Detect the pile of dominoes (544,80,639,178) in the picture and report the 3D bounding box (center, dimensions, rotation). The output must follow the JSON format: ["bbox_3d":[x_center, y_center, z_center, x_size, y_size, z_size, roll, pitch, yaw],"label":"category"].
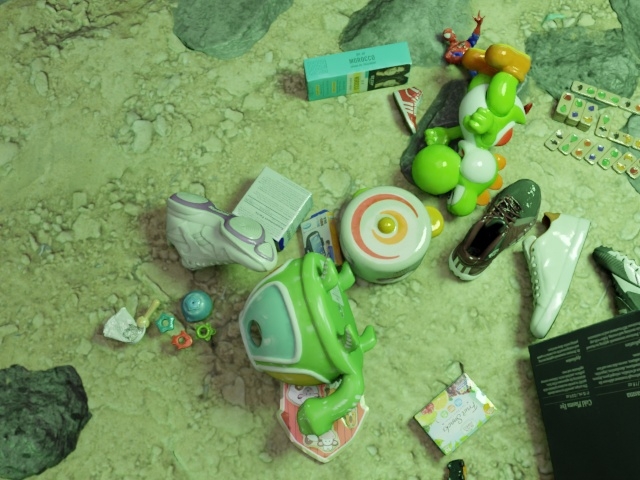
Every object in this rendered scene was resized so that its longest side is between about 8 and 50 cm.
[{"bbox_3d":[0.663,-0.261,1.579,0.251,0.040,0.196,22,74,8],"label":"pile of dominoes"}]

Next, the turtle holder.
[{"bbox_3d":[-0.021,0.194,1.370,0.227,0.243,0.320,-21,101,12],"label":"turtle holder"}]

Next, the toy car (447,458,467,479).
[{"bbox_3d":[0.242,0.486,1.364,0.122,0.060,0.041,-31,118,9],"label":"toy car"}]

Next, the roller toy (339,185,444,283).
[{"bbox_3d":[0.138,-0.011,1.456,0.209,0.146,0.191,25,75,8],"label":"roller toy"}]

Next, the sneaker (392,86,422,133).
[{"bbox_3d":[0.219,-0.308,1.603,0.067,0.042,0.119,-19,71,-1],"label":"sneaker"}]

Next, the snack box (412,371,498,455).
[{"bbox_3d":[0.274,0.352,1.395,0.141,0.037,0.100,-39,77,-10],"label":"snack box"}]

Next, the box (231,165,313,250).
[{"bbox_3d":[-0.103,-0.070,1.520,0.126,0.072,0.137,31,75,12],"label":"box"}]

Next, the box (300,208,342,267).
[{"bbox_3d":[0.000,0.000,1.496,0.081,0.028,0.136,-24,69,37],"label":"box"}]

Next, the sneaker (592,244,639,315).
[{"bbox_3d":[0.652,0.112,1.440,0.106,0.078,0.234,-45,70,1],"label":"sneaker"}]

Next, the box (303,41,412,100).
[{"bbox_3d":[0.085,-0.393,1.604,0.244,0.100,0.060,-10,74,-1],"label":"box"}]

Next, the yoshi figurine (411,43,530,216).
[{"bbox_3d":[0.306,-0.238,1.481,0.203,0.203,0.362,18,97,30],"label":"yoshi figurine"}]

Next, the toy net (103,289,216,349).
[{"bbox_3d":[-0.341,0.184,1.462,0.232,0.045,0.122,-14,74,-1],"label":"toy net"}]

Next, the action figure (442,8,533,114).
[{"bbox_3d":[0.379,-0.409,1.587,0.091,0.139,0.280,-34,72,-9],"label":"action figure"}]

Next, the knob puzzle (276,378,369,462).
[{"bbox_3d":[0.005,0.353,1.405,0.213,0.030,0.213,0,73,1],"label":"knob puzzle"}]

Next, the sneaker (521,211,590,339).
[{"bbox_3d":[0.472,0.069,1.456,0.123,0.106,0.290,19,66,17],"label":"sneaker"}]

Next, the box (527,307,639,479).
[{"bbox_3d":[0.567,0.306,1.229,0.178,0.343,0.313,0,72,-18],"label":"box"}]

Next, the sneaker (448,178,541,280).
[{"bbox_3d":[0.390,-0.039,1.450,0.106,0.162,0.281,38,77,12],"label":"sneaker"}]

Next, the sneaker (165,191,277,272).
[{"bbox_3d":[-0.213,0.011,1.451,0.305,0.114,0.152,28,113,32],"label":"sneaker"}]
